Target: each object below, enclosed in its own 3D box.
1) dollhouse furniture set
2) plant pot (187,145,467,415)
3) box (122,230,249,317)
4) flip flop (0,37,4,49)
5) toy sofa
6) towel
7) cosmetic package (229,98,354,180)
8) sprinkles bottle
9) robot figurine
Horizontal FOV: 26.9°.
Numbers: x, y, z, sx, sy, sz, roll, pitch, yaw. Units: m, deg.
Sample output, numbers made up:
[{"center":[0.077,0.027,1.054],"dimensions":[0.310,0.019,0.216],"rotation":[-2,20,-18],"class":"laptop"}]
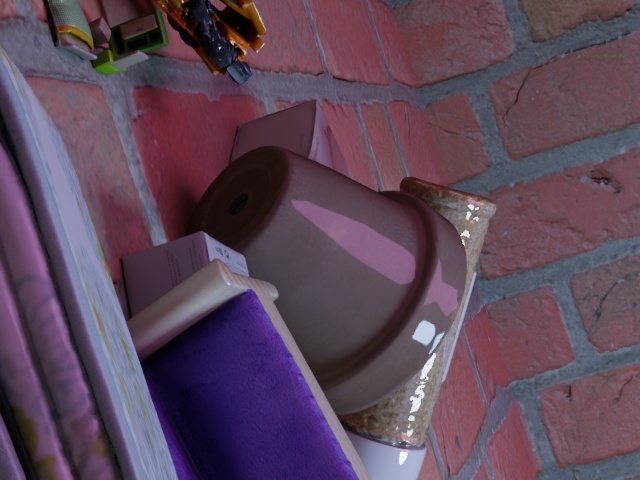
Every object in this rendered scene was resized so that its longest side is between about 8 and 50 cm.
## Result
[{"center":[-0.204,-0.209,1.289],"dimensions":[0.151,0.058,0.076],"rotation":[21,53,-71],"class":"dollhouse furniture set"},{"center":[-0.010,0.019,1.425],"dimensions":[0.229,0.263,0.263],"rotation":[41,31,-33],"class":"plant pot"},{"center":[-0.118,0.059,1.240],"dimensions":[0.101,0.087,0.102],"rotation":[35,39,-66],"class":"box"},{"center":[-0.282,-0.144,0.894],"dimensions":[0.277,0.080,0.112],"rotation":[23,51,-72],"class":"flip flop"},{"center":[-0.046,0.204,1.041],"dimensions":[0.363,0.150,0.177],"rotation":[60,14,18],"class":"toy sofa"},{"center":[-0.174,0.055,0.840],"dimensions":[0.320,0.090,0.375],"rotation":[111,-40,-80],"class":"towel"},{"center":[0.000,0.000,1.682],"dimensions":[0.160,0.113,0.309],"rotation":[-84,154,-55],"class":"cosmetic package"},{"center":[0.105,0.108,1.596],"dimensions":[0.121,0.121,0.356],"rotation":[2,104,-74],"class":"sprinkles bottle"},{"center":[-0.156,-0.290,1.392],"dimensions":[0.291,0.085,0.211],"rotation":[50,2,-41],"class":"robot figurine"}]
